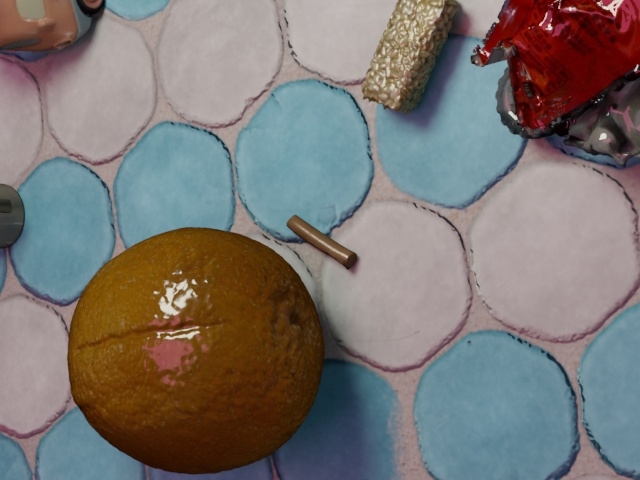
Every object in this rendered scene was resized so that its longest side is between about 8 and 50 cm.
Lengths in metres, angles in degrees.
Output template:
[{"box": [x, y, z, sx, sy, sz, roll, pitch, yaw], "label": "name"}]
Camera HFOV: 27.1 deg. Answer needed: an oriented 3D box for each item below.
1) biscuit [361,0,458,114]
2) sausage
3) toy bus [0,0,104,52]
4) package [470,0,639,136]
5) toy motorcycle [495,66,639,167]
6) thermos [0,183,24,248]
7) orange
[{"box": [0.117, -0.245, 1.712, 0.082, 0.070, 0.168, 27, 101, 25], "label": "biscuit"}, {"box": [0.000, 0.000, 1.806, 0.116, 0.026, 0.026, 34, 106, 28], "label": "sausage"}, {"box": [-0.470, -0.406, 1.963, 0.194, 0.232, 0.287, 1, 111, 29], "label": "toy bus"}, {"box": [0.277, -0.241, 1.448, 0.194, 0.071, 0.269, 50, 135, 6], "label": "package"}, {"box": [0.349, -0.183, 1.528, 0.327, 0.143, 0.188, 21, 107, 40], "label": "toy motorcycle"}, {"box": [-0.548, -0.044, 2.045, 0.137, 0.193, 0.105, -9, 83, 31], "label": "thermos"}, {"box": [-0.171, 0.148, 1.745, 0.357, 0.322, 0.322, -20, 79, 38], "label": "orange"}]
